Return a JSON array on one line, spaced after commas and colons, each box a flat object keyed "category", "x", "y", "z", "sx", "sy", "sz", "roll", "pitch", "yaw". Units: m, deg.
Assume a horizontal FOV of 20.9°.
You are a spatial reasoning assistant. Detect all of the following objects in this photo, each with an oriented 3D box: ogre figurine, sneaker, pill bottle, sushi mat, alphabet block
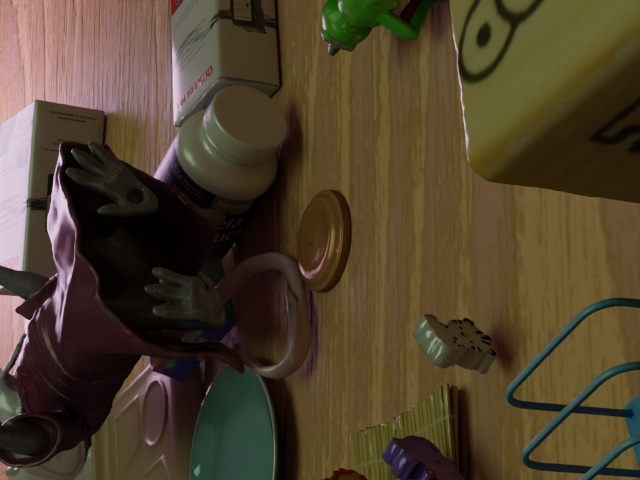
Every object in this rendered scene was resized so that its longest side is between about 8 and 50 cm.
[{"category": "ogre figurine", "x": 0.048, "y": -0.214, "z": 1.280, "sx": 0.197, "sy": 0.097, "sz": 0.118, "roll": -17, "pitch": 49, "yaw": 47}, {"category": "sneaker", "x": -0.296, "y": 0.159, "z": 1.876, "sx": 0.292, "sy": 0.118, "sz": 0.110, "roll": -113, "pitch": 37, "yaw": -49}, {"category": "pill bottle", "x": -0.093, "y": -0.057, "z": 1.526, "sx": 0.169, "sy": 0.094, "sz": 0.094, "roll": 125, "pitch": 143, "yaw": -45}, {"category": "sushi mat", "x": 0.065, "y": 0.269, "z": 1.193, "sx": 0.151, "sy": 0.019, "sz": 0.317, "roll": -34, "pitch": 54, "yaw": 57}, {"category": "alphabet block", "x": 0.189, "y": -0.141, "z": 0.837, "sx": 0.197, "sy": 0.193, "sz": 0.192, "roll": 139, "pitch": 134, "yaw": -55}]

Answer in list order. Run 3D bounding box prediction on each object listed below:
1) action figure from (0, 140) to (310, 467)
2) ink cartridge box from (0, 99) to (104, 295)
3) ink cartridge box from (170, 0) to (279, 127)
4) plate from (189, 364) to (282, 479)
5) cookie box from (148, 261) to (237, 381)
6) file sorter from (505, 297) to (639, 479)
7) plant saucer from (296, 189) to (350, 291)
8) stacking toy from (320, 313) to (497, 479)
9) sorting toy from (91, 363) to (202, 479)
[{"category": "action figure", "x": -0.200, "y": 0.079, "z": 1.541, "sx": 0.370, "sy": 0.275, "sz": 0.248, "roll": 123, "pitch": 154, "yaw": -46}, {"category": "ink cartridge box", "x": -0.319, "y": -0.043, "z": 2.008, "sx": 0.153, "sy": 0.086, "sz": 0.208, "roll": -15, "pitch": 70, "yaw": 63}, {"category": "ink cartridge box", "x": -0.089, "y": -0.186, "z": 1.588, "sx": 0.109, "sy": 0.063, "sz": 0.150, "roll": -39, "pitch": 50, "yaw": 56}, {"category": "plate", "x": -0.069, "y": 0.196, "z": 1.490, "sx": 0.188, "sy": 0.024, "sz": 0.188, "roll": -172, "pitch": 90, "yaw": -66}, {"category": "cookie box", "x": -0.126, "y": 0.059, "z": 1.605, "sx": 0.092, "sy": 0.040, "sz": 0.107, "roll": -48, "pitch": 41, "yaw": 27}, {"category": "file sorter", "x": 0.176, "y": 0.128, "z": 0.896, "sx": 0.118, "sy": 0.104, "sz": 0.170, "roll": -54, "pitch": 37, "yaw": 45}, {"category": "plant saucer", "x": 0.000, "y": 0.000, "z": 1.408, "sx": 0.083, "sy": 0.013, "sz": 0.084, "roll": -172, "pitch": 90, "yaw": -66}, {"category": "stacking toy", "x": 0.089, "y": 0.175, "z": 1.112, "sx": 0.167, "sy": 0.052, "sz": 0.221, "roll": -60, "pitch": 41, "yaw": 26}, {"category": "sorting toy", "x": -0.161, "y": 0.219, "z": 1.673, "sx": 0.208, "sy": 0.038, "sz": 0.193, "roll": -39, "pitch": 49, "yaw": 49}]
